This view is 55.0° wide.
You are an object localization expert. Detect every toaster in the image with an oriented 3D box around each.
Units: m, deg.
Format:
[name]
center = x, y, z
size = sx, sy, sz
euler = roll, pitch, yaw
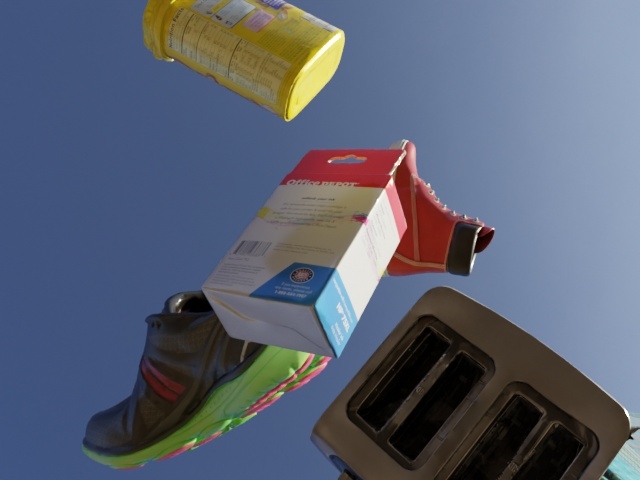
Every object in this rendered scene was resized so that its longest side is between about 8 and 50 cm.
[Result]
[toaster]
center = 0.110, 0.142, 0.443
size = 0.168, 0.110, 0.186
euler = 37, -102, 27

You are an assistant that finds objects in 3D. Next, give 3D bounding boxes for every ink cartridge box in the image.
[ink cartridge box]
center = 0.000, 0.000, 0.639
size = 0.134, 0.231, 0.078
euler = 6, -45, 32

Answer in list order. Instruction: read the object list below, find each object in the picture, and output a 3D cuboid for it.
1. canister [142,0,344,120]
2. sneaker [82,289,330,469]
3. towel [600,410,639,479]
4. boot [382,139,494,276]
[canister]
center = -0.075, -0.206, 0.632
size = 0.169, 0.073, 0.126
euler = 30, -126, 9
[sneaker]
center = -0.183, 0.186, 0.909
size = 0.482, 0.185, 0.202
euler = -36, -109, 25
[towel]
center = 0.337, 0.237, 0.463
size = 0.271, 0.370, 0.040
euler = 19, -77, -25
[boot]
center = 0.177, -0.053, 0.945
size = 0.176, 0.088, 0.244
euler = -1, -121, 17
